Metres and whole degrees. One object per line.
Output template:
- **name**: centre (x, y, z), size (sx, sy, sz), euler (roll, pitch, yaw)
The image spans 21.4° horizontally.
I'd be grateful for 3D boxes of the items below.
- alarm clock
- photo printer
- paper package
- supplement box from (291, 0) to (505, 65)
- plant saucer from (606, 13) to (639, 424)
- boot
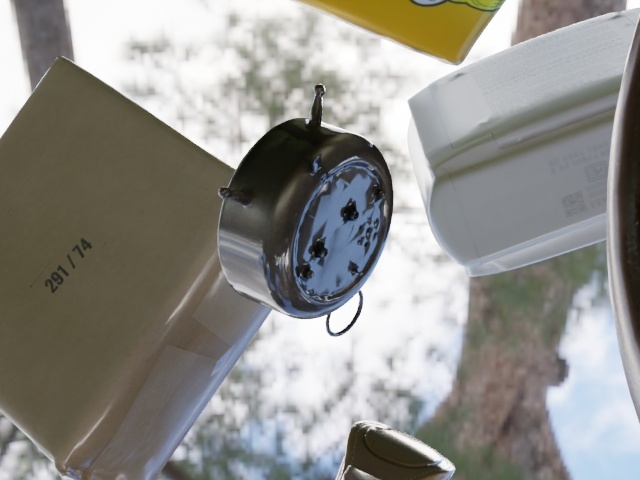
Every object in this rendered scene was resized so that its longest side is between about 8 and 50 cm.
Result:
- **alarm clock**: centre (0.000, 0.000, 1.142), size (0.064, 0.192, 0.129), euler (23, -120, 33)
- **photo printer**: centre (0.193, -0.089, 1.308), size (0.256, 0.107, 0.307), euler (-20, -165, 4)
- **paper package**: centre (-0.221, 0.033, 1.688), size (0.309, 0.168, 0.325), euler (34, -92, 32)
- **supplement box**: centre (0.058, -0.274, 0.671), size (0.195, 0.356, 0.194), euler (21, -129, -14)
- **plant saucer**: centre (0.164, -0.029, 0.389), size (0.050, 0.311, 0.311), euler (13, -150, -30)
- **boot**: centre (0.033, 0.303, 1.617), size (0.109, 0.220, 0.283), euler (24, -165, 4)
